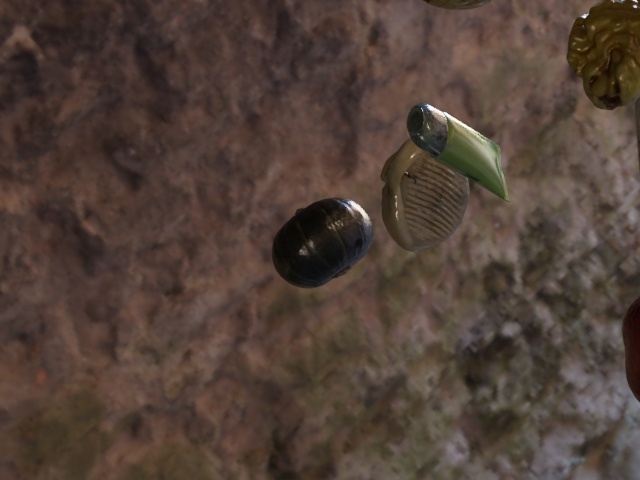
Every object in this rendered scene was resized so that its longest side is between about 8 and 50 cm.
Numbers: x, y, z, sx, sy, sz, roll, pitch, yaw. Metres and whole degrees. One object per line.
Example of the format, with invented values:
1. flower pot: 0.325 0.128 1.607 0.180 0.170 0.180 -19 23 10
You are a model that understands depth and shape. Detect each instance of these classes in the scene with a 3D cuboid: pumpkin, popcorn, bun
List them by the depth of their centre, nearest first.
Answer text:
1. pumpkin: 0.002 0.003 1.669 0.167 0.125 0.167 -34 7 5
2. popcorn: 0.564 -0.339 1.959 0.203 0.226 0.200 -56 5 -36
3. bun: 0.196 -0.097 2.128 0.210 0.116 0.237 10 -83 -40

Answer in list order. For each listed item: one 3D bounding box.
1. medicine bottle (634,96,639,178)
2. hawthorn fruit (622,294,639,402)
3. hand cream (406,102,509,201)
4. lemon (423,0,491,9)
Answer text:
1. medicine bottle: 0.586 -0.118 1.733 0.144 0.145 0.252 104 168 -74
2. hawthorn fruit: 0.644 0.182 1.748 0.265 0.265 0.307 -42 18 -17
3. hand cream: 0.180 -0.118 1.386 0.175 0.095 0.046 27 -45 -37
4. lemon: 0.259 -0.588 2.060 0.297 0.297 0.297 -43 -9 -8
